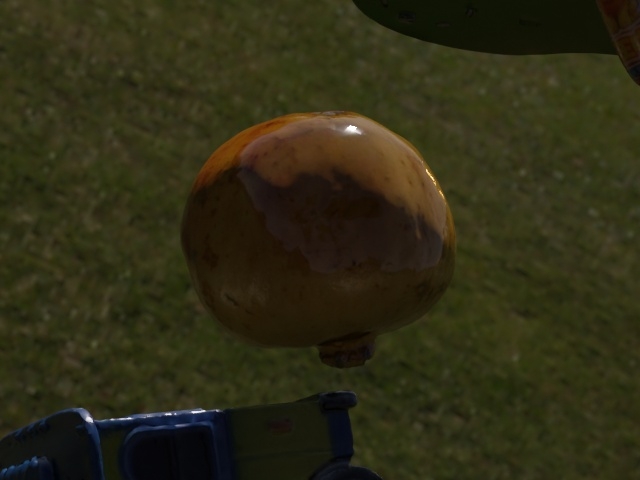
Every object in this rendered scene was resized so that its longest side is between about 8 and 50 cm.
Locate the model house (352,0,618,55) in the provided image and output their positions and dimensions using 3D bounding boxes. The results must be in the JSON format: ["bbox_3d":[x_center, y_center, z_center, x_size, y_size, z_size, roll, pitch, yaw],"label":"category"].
[{"bbox_3d":[0.169,-0.223,0.968,0.294,0.207,0.154,7,57,1],"label":"model house"}]

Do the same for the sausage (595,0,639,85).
[{"bbox_3d":[0.125,-0.118,0.694,0.034,0.034,0.129,-10,80,-55],"label":"sausage"}]

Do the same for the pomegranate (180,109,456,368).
[{"bbox_3d":[0.000,0.000,1.474,0.248,0.248,0.248,23,23,-10],"label":"pomegranate"}]

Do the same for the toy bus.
[{"bbox_3d":[-0.055,0.224,0.800,0.175,0.138,0.287,-1,77,-31],"label":"toy bus"}]
